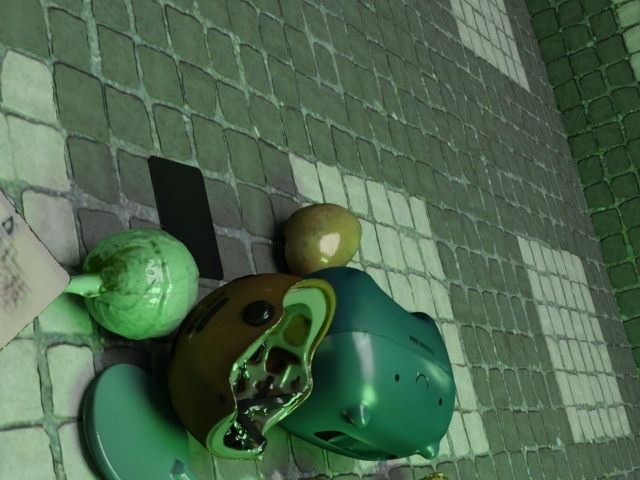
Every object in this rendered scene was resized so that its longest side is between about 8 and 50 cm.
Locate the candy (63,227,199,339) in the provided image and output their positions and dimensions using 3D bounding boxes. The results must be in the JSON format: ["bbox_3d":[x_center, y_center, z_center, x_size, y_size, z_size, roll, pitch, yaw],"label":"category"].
[{"bbox_3d":[-0.282,0.041,0.992,0.440,0.119,0.119,3,69,-53],"label":"candy"}]

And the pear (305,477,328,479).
[{"bbox_3d":[0.077,0.404,1.281,0.267,0.178,0.267,-18,90,-74],"label":"pear"}]

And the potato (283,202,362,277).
[{"bbox_3d":[0.000,0.001,1.518,0.112,0.112,0.147,61,35,-15],"label":"potato"}]

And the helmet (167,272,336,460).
[{"bbox_3d":[-0.088,0.124,1.166,0.224,0.130,0.198,-59,159,-22],"label":"helmet"}]

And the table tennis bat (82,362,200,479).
[{"bbox_3d":[-0.167,0.235,1.119,0.237,0.038,0.149,53,25,-22],"label":"table tennis bat"}]

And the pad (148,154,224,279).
[{"bbox_3d":[-0.169,-0.028,1.333,0.112,0.003,0.157,13,60,-59],"label":"pad"}]

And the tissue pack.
[{"bbox_3d":[0.046,0.178,1.367,0.287,0.198,0.206,37,40,-49],"label":"tissue pack"}]

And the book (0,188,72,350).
[{"bbox_3d":[-0.330,0.049,0.873,0.231,0.026,0.161,-51,118,-37],"label":"book"}]

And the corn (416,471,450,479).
[{"bbox_3d":[0.161,0.491,1.442,0.131,0.131,0.344,36,39,-47],"label":"corn"}]
